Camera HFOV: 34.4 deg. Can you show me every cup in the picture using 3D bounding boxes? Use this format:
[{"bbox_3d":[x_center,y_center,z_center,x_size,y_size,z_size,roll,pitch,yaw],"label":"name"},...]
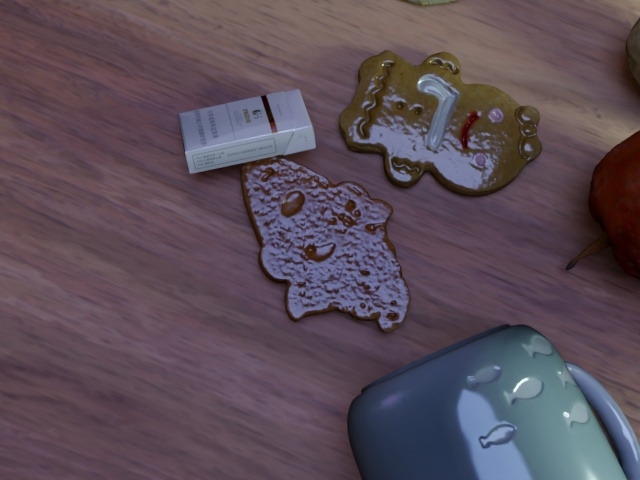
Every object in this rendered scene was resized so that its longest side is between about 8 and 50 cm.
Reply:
[{"bbox_3d":[0.215,0.235,1.114,0.356,0.259,0.274,-16,77,-38],"label":"cup"}]

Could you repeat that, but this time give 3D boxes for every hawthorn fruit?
[{"bbox_3d":[0.389,-0.032,1.205,0.243,0.207,0.207,-29,80,17],"label":"hawthorn fruit"}]

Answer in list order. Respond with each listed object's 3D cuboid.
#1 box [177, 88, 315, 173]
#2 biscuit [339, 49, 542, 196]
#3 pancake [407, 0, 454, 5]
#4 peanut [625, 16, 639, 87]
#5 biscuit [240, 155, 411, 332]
[{"bbox_3d":[-0.090,-0.133,1.243,0.154,0.040,0.084,-12,40,-6],"label":"box"},{"bbox_3d":[0.152,-0.141,1.281,0.249,0.035,0.184,23,78,1],"label":"biscuit"},{"bbox_3d":[0.137,-0.374,1.335,0.151,0.025,0.152,0,77,-2],"label":"pancake"},{"bbox_3d":[0.476,-0.204,1.270,0.224,0.129,0.129,41,78,-4],"label":"peanut"},{"bbox_3d":[0.000,0.000,1.238,0.183,0.043,0.280,-42,78,-14],"label":"biscuit"}]
